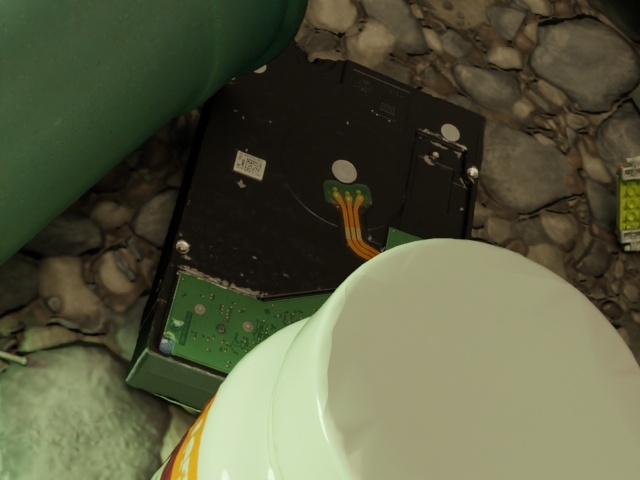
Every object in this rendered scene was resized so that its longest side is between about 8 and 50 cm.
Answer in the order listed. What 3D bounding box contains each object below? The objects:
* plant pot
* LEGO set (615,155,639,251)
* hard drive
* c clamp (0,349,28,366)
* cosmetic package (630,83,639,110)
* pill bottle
[{"bbox_3d":[-0.239,-0.147,1.014,0.341,0.341,0.334,38,60,1],"label":"plant pot"},{"bbox_3d":[0.328,0.016,1.305,0.107,0.132,0.287,-5,84,-10],"label":"LEGO set"},{"bbox_3d":[0.000,0.000,1.179,0.237,0.064,0.339,20,52,-13],"label":"hard drive"},{"bbox_3d":[-0.281,0.116,0.993,0.137,0.022,0.160,23,52,-11],"label":"c clamp"},{"bbox_3d":[0.512,-0.135,1.458,0.366,0.155,0.197,-11,64,-30],"label":"cosmetic package"},{"bbox_3d":[0.010,0.177,0.856,0.224,0.392,0.224,13,54,-18],"label":"pill bottle"}]
